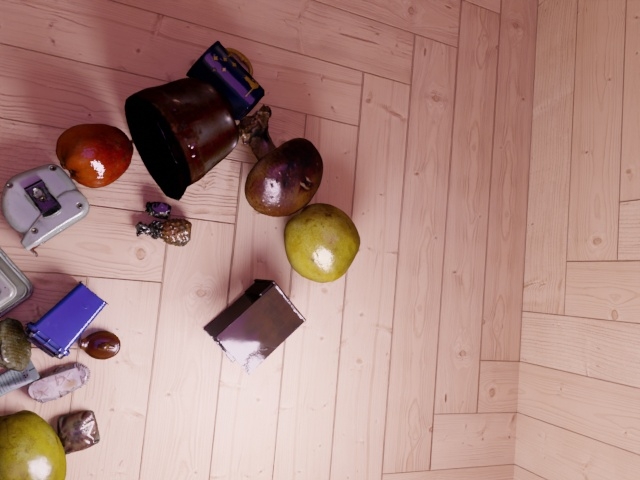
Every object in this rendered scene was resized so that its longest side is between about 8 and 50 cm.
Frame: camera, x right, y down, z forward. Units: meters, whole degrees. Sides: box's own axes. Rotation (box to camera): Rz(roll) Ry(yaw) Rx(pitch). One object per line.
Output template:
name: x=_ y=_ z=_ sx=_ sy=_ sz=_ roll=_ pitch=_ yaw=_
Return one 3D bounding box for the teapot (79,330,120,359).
teapot: x=-0.752 y=0.360 z=1.718 sx=0.129 sy=0.078 sz=0.098 roll=14 pitch=81 yaw=-22

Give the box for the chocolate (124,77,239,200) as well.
chocolate: x=-0.452 y=-0.380 z=1.755 sx=0.331 sy=0.384 sz=0.383 roll=-28 pitch=98 yaw=-29

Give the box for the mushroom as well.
mushroom: x=-0.180 y=-0.263 z=1.898 sx=0.356 sy=0.334 sz=0.331 roll=24 pitch=58 yaw=6

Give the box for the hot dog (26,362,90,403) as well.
hot dog: x=-0.870 y=0.473 z=1.677 sx=0.192 sy=0.053 sz=0.099 roll=-21 pitch=97 yaw=-26

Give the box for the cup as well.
cup: x=-0.325 y=-0.624 z=1.905 sx=0.256 sy=0.178 sz=0.255 roll=42 pitch=74 yaw=-18

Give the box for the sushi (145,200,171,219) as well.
sushi: x=-0.587 y=-0.111 z=1.812 sx=0.085 sy=0.083 sz=0.056 roll=9 pitch=84 yaw=-24

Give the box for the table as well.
table: x=-0.250 y=0.306 z=1.849 sx=0.282 sy=0.251 sz=0.196 roll=-42 pitch=104 yaw=-19

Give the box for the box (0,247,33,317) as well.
box: x=-1.061 y=0.094 z=1.543 sx=0.175 sy=0.182 sz=0.311 roll=-40 pitch=102 yaw=-20

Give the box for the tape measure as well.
tape measure: x=-0.911 y=-0.114 z=1.648 sx=0.243 sy=0.125 sz=0.246 roll=-39 pitch=103 yaw=-20

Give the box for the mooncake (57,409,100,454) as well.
mooncake: x=-0.814 y=0.640 z=1.682 sx=0.125 sy=0.073 sz=0.129 roll=-12 pitch=90 yaw=-22

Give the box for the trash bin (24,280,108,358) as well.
trash bin: x=-0.828 y=0.258 z=1.644 sx=0.162 sy=0.184 sz=0.234 roll=46 pitch=66 yaw=-16

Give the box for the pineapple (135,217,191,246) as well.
pineapple: x=-0.567 y=-0.037 z=1.815 sx=0.198 sy=0.108 sz=0.108 roll=7 pitch=84 yaw=-13

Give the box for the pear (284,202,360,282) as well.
pear: x=0.000 y=0.000 z=1.949 sx=0.304 sy=0.304 sz=0.303 roll=1 pitch=87 yaw=-23

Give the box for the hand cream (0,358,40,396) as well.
hand cream: x=-1.071 y=0.490 z=1.582 sx=0.331 sy=0.058 sz=0.085 roll=-31 pitch=66 yaw=-21

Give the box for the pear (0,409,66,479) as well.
pear: x=-0.920 y=0.682 z=1.543 sx=0.253 sy=0.253 sz=0.307 roll=-13 pitch=79 yaw=-24

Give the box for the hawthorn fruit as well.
hawthorn fruit: x=-0.741 y=-0.298 z=1.691 sx=0.261 sy=0.224 sz=0.224 roll=-37 pitch=102 yaw=-32

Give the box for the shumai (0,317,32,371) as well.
shumai: x=-1.020 y=0.349 z=1.580 sx=0.142 sy=0.184 sz=0.184 roll=-19 pitch=95 yaw=1
